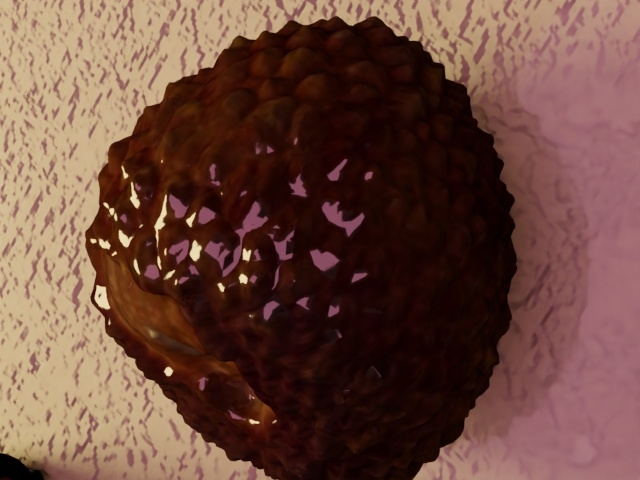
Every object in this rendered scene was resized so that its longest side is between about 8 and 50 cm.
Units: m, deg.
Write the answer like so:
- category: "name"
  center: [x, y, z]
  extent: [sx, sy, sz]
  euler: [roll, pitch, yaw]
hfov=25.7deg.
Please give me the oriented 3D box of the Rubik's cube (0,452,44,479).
- category: "Rubik's cube"
  center: [-0.248, 0.258, 0.636]
  extent: [0.250, 0.246, 0.248]
  euler: [-28, 79, 18]

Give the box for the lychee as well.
- category: "lychee"
  center: [0.000, 0.000, 0.592]
  extent: [0.188, 0.188, 0.188]
  euler: [0, 89, 21]
